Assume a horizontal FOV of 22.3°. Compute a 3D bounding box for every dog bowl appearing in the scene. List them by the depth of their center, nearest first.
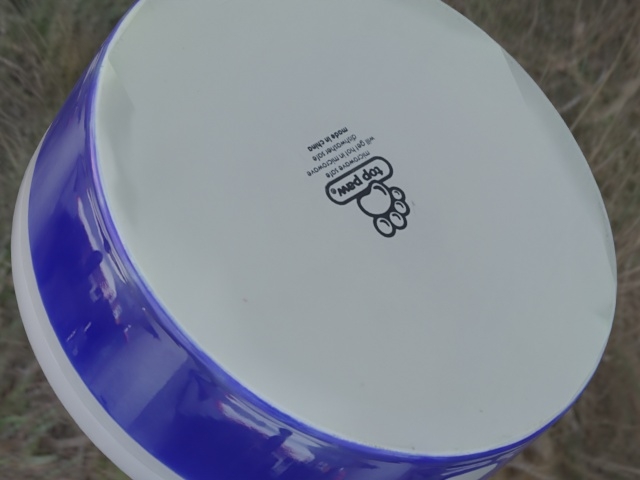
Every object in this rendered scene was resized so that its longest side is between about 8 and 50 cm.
[{"bbox_3d":[0.000,0.000,0.744,0.265,0.104,0.265,15,54,-22],"label":"dog bowl"}]
